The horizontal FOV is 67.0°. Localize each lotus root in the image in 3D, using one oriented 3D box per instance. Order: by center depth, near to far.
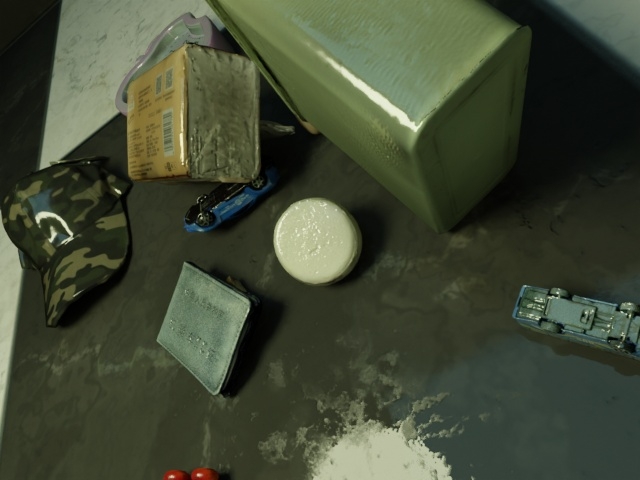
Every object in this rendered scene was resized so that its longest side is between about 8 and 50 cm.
[{"bbox_3d":[-0.142,0.096,0.834,0.030,0.037,0.083,-51,49,3],"label":"lotus root"}]

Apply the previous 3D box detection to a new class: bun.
[{"bbox_3d":[0.000,0.000,0.762,0.138,0.094,0.138,1,95,12],"label":"bun"}]

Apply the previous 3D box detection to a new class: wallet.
[{"bbox_3d":[-0.193,0.141,0.814,0.222,0.036,0.167,23,94,41],"label":"wallet"}]

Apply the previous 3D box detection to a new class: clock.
[{"bbox_3d":[-0.378,-0.432,1.262,0.339,0.102,0.338,-17,55,26],"label":"clock"}]

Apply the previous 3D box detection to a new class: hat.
[{"bbox_3d":[-0.619,-0.009,1.116,0.366,0.257,0.381,-43,29,8],"label":"hat"}]

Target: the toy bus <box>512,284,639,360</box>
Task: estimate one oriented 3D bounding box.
[{"bbox_3d":[0.295,0.090,0.529,0.153,0.061,0.051,13,73,40],"label":"toy bus"}]

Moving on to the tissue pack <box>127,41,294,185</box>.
[{"bbox_3d":[-0.214,-0.212,0.914,0.306,0.239,0.238,6,66,53],"label":"tissue pack"}]

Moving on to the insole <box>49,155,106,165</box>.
[{"bbox_3d":[-0.631,-0.210,1.268,0.063,0.192,0.010,-9,100,12],"label":"insole"}]

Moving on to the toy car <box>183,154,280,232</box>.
[{"bbox_3d":[-0.170,-0.083,0.933,0.216,0.063,0.103,-37,30,6],"label":"toy car"}]

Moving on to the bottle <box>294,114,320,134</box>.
[{"bbox_3d":[0.043,-0.285,0.896,0.209,0.110,0.097,-39,90,5],"label":"bottle"}]

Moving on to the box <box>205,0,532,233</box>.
[{"bbox_3d":[0.070,-0.207,0.616,0.177,0.352,0.344,-46,66,2],"label":"box"}]

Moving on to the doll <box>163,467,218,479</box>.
[{"bbox_3d":[-0.190,0.438,0.641,0.142,0.076,0.245,-16,52,27],"label":"doll"}]
